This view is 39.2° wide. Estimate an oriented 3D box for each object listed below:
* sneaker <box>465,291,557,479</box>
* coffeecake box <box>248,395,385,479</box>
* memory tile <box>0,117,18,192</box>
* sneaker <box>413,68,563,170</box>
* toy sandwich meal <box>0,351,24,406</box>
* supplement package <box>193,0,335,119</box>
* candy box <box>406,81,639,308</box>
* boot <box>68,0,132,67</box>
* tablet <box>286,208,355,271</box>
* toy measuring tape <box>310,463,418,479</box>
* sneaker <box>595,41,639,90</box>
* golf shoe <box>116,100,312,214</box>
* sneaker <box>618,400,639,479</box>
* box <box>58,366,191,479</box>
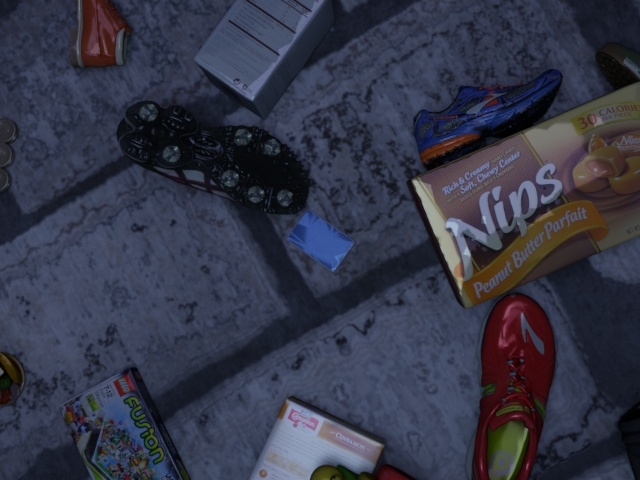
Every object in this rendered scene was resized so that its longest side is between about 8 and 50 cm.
[{"bbox_3d":[0.249,0.203,1.134,0.107,0.118,0.279,6,84,6],"label":"sneaker"},{"bbox_3d":[-0.016,0.318,1.172,0.142,0.068,0.186,24,86,7],"label":"coffeecake box"},{"bbox_3d":[-0.517,-0.127,1.309,0.147,0.012,0.113,4,83,7],"label":"memory tile"},{"bbox_3d":[0.222,-0.180,1.207,0.221,0.083,0.087,-26,76,0],"label":"sneaker"},{"bbox_3d":[-0.455,0.192,1.253,0.085,0.029,0.086,-1,83,6],"label":"toy sandwich meal"},{"bbox_3d":[-0.073,-0.277,1.235,0.105,0.105,0.179,36,87,9],"label":"supplement package"},{"bbox_3d":[0.292,-0.058,1.167,0.316,0.087,0.183,-23,91,3],"label":"candy box"},{"bbox_3d":[-0.311,-0.326,1.294,0.084,0.059,0.158,4,92,3],"label":"boot"},{"bbox_3d":[0.000,0.000,1.242,0.083,0.006,0.054,35,88,10],"label":"tablet"},{"bbox_3d":[0.133,0.363,1.088,0.330,0.121,0.121,30,87,-8],"label":"toy measuring tape"},{"bbox_3d":[0.464,-0.209,1.197,0.086,0.064,0.192,-43,81,-8],"label":"sneaker"},{"bbox_3d":[-0.144,-0.111,1.230,0.272,0.120,0.105,22,79,-14],"label":"golf shoe"},{"bbox_3d":[0.509,0.217,1.111,0.295,0.104,0.147,-29,86,6],"label":"sneaker"},{"bbox_3d":[-0.259,0.289,1.217,0.114,0.036,0.207,-29,81,1],"label":"box"}]
